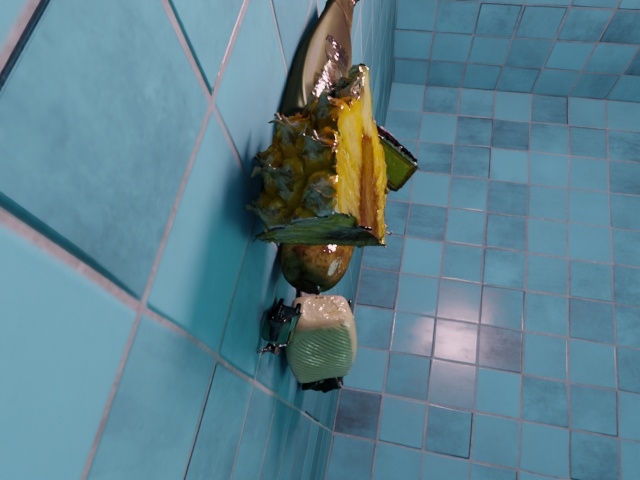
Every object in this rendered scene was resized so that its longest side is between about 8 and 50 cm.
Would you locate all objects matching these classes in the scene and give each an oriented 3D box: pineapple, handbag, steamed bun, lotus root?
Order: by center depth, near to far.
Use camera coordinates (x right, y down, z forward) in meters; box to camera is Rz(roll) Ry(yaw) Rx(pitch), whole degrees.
[{"bbox_3d":[-0.016,-0.134,0.797,0.344,0.209,0.286,25,62,-69],"label":"pineapple"},{"bbox_3d":[0.000,0.000,1.029,0.128,0.145,0.260,97,9,-50],"label":"lotus root"},{"bbox_3d":[-0.003,0.222,1.179,0.152,0.170,0.239,-100,-173,-47],"label":"steamed bun"},{"bbox_3d":[0.024,0.306,1.420,0.260,0.079,0.247,122,-18,-65],"label":"handbag"}]

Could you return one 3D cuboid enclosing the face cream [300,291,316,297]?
[{"bbox_3d":[-0.030,0.152,1.281,0.114,0.070,0.224,-63,146,-66],"label":"face cream"}]

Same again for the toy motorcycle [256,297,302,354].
[{"bbox_3d":[-0.078,0.168,0.976,0.173,0.058,0.100,23,81,-82],"label":"toy motorcycle"}]

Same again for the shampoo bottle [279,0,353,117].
[{"bbox_3d":[0.009,-0.341,0.953,0.125,0.084,0.350,42,49,-40],"label":"shampoo bottle"}]

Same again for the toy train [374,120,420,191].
[{"bbox_3d":[0.087,-0.163,1.056,0.177,0.134,0.261,-51,-154,14],"label":"toy train"}]

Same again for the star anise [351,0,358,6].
[{"bbox_3d":[0.076,-0.640,1.222,0.124,0.056,0.129,-69,164,-52],"label":"star anise"}]
